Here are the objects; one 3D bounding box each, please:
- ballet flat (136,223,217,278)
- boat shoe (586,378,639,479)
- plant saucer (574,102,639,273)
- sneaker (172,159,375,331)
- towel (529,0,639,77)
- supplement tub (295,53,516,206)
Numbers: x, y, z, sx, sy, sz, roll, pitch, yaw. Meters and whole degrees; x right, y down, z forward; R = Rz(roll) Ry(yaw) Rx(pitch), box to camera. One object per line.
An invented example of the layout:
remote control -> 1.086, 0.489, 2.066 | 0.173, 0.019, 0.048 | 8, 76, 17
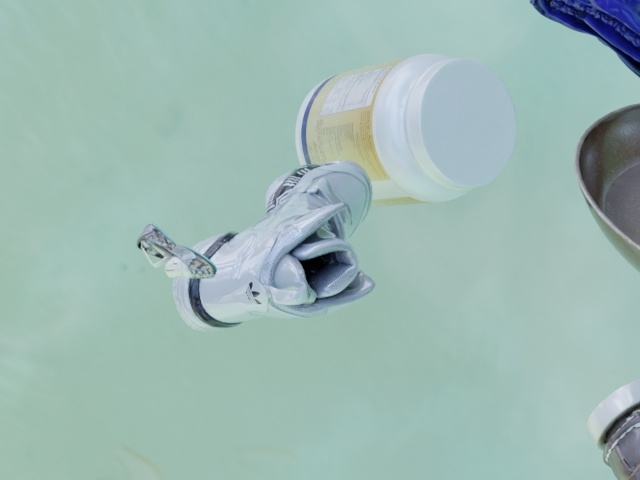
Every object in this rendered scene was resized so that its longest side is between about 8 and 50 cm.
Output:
ballet flat -> -0.162, 0.021, 1.484 | 0.114, 0.041, 0.041 | 30, 73, 35
boat shoe -> 0.403, 0.160, 1.223 | 0.324, 0.117, 0.097 | -10, 50, -18
plant saucer -> 0.336, -0.013, 0.996 | 0.310, 0.050, 0.311 | 5, 33, -3
sneaker -> 0.000, 0.000, 1.704 | 0.210, 0.137, 0.366 | -4, 23, 43
towel -> 0.298, -0.292, 1.152 | 0.076, 0.227, 0.308 | -5, 66, 51
supplement tub -> 0.132, -0.169, 2.131 | 0.316, 0.228, 0.228 | -3, 52, 55
